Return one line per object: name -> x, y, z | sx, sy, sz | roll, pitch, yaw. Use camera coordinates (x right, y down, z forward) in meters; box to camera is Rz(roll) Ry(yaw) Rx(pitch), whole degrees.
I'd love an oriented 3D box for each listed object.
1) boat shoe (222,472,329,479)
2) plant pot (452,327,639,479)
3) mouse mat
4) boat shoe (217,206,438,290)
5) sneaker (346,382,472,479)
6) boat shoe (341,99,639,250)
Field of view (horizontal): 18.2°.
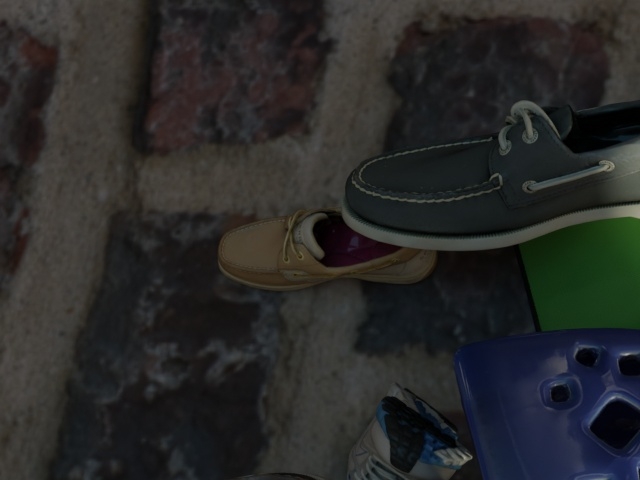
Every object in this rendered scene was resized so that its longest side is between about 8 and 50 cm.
boat shoe -> -0.138, 0.236, 1.407 | 0.324, 0.097, 0.117 | -19, 64, 7
plant pot -> 0.219, 0.184, 1.262 | 0.212, 0.236, 0.236 | -15, 65, 3
mouse mat -> 0.216, -0.008, 1.462 | 0.152, 0.007, 0.190 | -16, 64, 8
boat shoe -> 0.000, 0.000, 1.487 | 0.170, 0.059, 0.063 | -3, 67, 14
sneaker -> 0.052, 0.152, 1.353 | 0.071, 0.190, 0.083 | 37, 91, 4
boat shoe -> 0.168, -0.068, 1.420 | 0.319, 0.099, 0.116 | -6, 33, 8
